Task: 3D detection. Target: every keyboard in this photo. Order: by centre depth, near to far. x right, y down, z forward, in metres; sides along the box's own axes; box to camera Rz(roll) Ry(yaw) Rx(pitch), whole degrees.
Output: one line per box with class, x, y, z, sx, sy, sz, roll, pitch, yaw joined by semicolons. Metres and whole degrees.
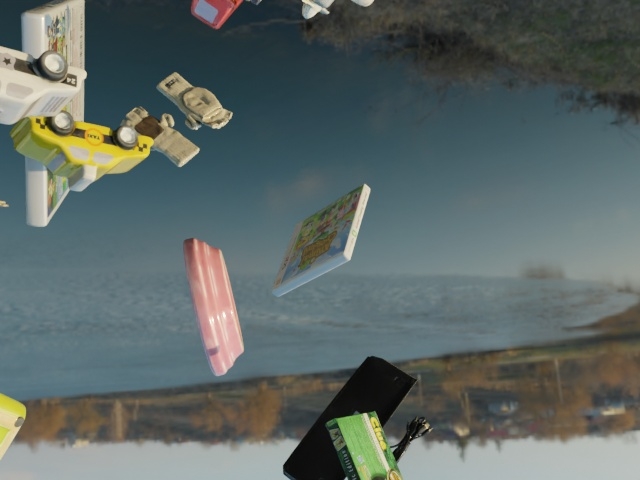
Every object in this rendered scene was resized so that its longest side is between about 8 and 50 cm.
keyboard;0.091;0.392;1.486;0.202;0.317;0.033;29;155;27

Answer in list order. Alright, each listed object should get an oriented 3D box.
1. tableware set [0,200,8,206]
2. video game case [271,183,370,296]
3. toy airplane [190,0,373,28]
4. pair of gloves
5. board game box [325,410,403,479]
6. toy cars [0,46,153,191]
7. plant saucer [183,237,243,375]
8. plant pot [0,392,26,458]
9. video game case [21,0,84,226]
tableware set;-0.505;-0.042;0.980;0.169;0.020;0.141;-1;179;-31
video game case;0.000;0.000;1.459;0.023;0.193;0.212;40;135;-23
toy airplane;-0.108;-0.583;1.352;0.386;0.384;0.272;-3;-147;16
pair of gloves;-0.359;-0.299;1.853;0.204;0.240;0.042;30;148;8
board game box;0.101;0.419;1.250;0.030;0.259;0.136;-35;156;28
toy cars;-0.359;-0.147;0.963;0.177;0.087;0.393;-7;163;9
plant saucer;-0.248;0.150;1.756;0.084;0.332;0.332;-14;170;-6
plant pot;-0.602;0.283;1.116;0.207;0.228;0.227;20;160;23
video game case;-0.442;-0.228;1.242;0.036;0.328;0.300;5;-158;-8
